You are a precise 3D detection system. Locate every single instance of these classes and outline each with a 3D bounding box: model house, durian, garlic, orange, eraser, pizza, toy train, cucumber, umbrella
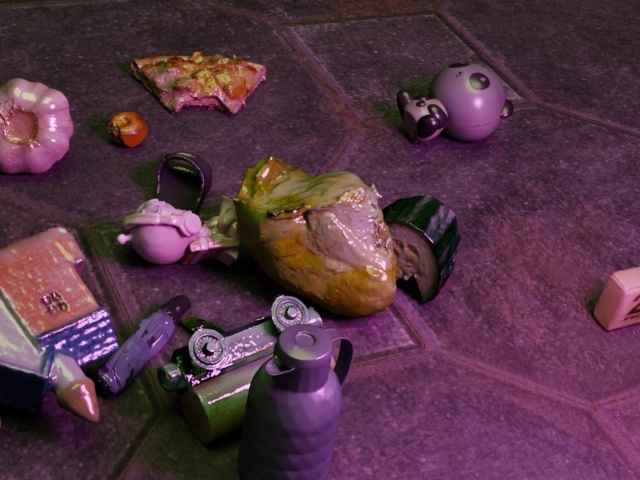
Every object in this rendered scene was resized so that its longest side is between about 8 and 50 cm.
[{"bbox_3d":[-0.452,0.183,1.659,0.267,0.194,0.325,-24,63,-39],"label":"model house"},{"bbox_3d":[0.000,0.000,1.897,0.256,0.339,0.204,-13,16,39],"label":"durian"},{"bbox_3d":[-0.605,-0.233,2.161,0.199,0.199,0.226,4,6,-8],"label":"garlic"},{"bbox_3d":[-0.411,-0.236,2.251,0.086,0.062,0.086,-1,53,1],"label":"orange"},{"bbox_3d":[0.620,0.105,2.020,0.172,0.117,0.058,-10,42,-24],"label":"eraser"},{"bbox_3d":[-0.277,-0.378,2.443,0.324,0.089,0.223,0,36,-12],"label":"pizza"},{"bbox_3d":[-0.108,0.205,1.703,0.307,0.126,0.189,-19,66,-33],"label":"toy train"},{"bbox_3d":[-0.175,0.172,1.817,0.168,0.039,0.039,32,43,28],"label":"cucumber"},{"bbox_3d":[-0.295,0.172,1.776,0.053,0.052,0.250,23,41,17],"label":"umbrella"},{"bbox_3d":[0.166,0.010,1.991,0.191,0.191,0.130,22,31,14],"label":"cucumber"}]

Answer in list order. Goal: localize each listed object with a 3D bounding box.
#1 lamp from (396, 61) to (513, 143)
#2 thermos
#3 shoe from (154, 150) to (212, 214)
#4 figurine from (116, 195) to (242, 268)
[{"bbox_3d":[0.310,-0.312,2.426,0.244,0.197,0.197,-20,47,-21],"label":"lamp"},{"bbox_3d":[-0.028,0.243,1.563,0.145,0.286,0.182,36,44,29],"label":"thermos"},{"bbox_3d":[-0.278,-0.123,2.117,0.108,0.093,0.241,8,40,-1],"label":"shoe"},{"bbox_3d":[-0.260,-0.024,1.952,0.237,0.162,0.141,2,76,-17],"label":"figurine"}]
